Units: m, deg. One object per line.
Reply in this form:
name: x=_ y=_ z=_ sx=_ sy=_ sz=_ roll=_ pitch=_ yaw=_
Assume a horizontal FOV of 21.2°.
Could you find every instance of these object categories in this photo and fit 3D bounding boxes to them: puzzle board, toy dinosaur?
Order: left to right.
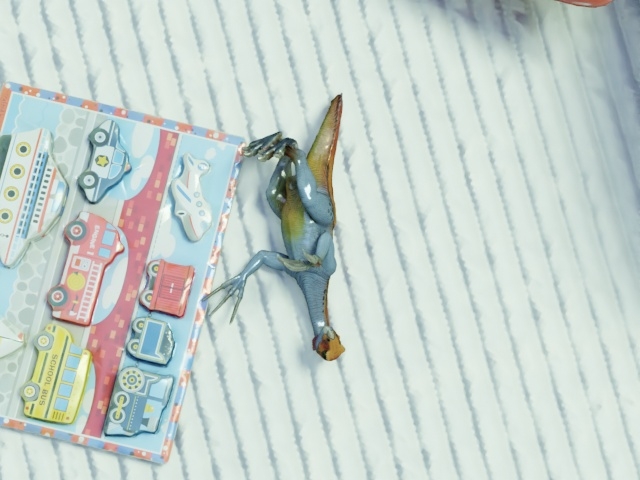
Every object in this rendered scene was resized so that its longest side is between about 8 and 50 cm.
puzzle board: x=-0.089 y=0.011 z=0.642 sx=0.096 sy=0.011 sz=0.128 roll=13 pitch=79 yaw=-1
toy dinosaur: x=0.000 y=0.000 z=0.636 sx=0.090 sy=0.047 sz=0.082 roll=-33 pitch=107 yaw=-25

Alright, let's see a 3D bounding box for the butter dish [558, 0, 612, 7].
butter dish: x=0.071 y=-0.190 z=0.640 sx=0.160 sy=0.118 sz=0.160 roll=21 pitch=115 yaw=12
